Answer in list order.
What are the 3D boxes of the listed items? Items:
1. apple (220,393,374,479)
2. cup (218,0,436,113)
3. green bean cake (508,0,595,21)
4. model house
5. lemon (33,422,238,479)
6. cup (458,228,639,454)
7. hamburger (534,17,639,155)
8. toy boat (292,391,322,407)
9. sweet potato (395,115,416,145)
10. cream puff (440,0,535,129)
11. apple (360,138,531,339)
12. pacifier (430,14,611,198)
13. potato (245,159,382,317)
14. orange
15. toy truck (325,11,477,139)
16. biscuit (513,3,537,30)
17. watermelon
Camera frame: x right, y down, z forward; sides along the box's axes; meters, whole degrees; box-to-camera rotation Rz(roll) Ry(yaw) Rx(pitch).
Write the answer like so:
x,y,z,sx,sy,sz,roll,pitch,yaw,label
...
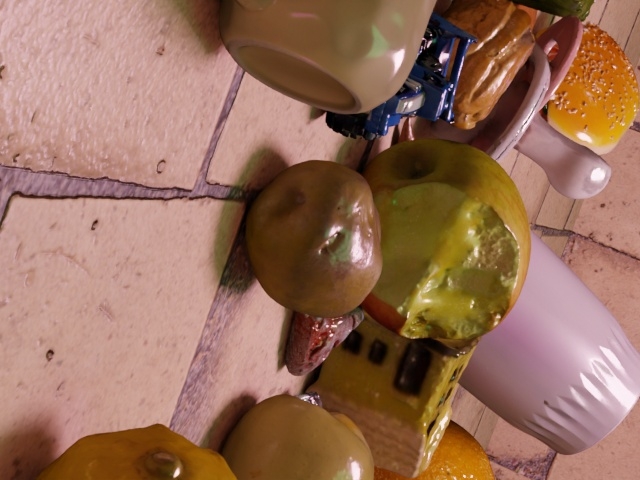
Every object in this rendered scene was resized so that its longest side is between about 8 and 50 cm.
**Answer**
x,y,z,sx,sy,sz,roll,pitch,yaw,label
-0.032,0.279,1.699,0.200,0.200,0.200,-57,160,-33,apple
0.011,-0.239,1.184,0.255,0.173,0.202,58,54,-71,cup
0.345,-0.461,1.971,0.250,0.156,0.247,-66,163,-8,green bean cake
0.094,0.208,1.981,0.175,0.193,0.234,-29,138,-68,model house
-0.164,0.288,1.217,0.233,0.233,0.288,-46,155,-51,lemon
0.304,0.135,2.162,0.253,0.371,0.253,-47,-170,10,cup
0.432,-0.254,2.407,0.151,0.227,0.295,-51,-179,40,hamburger
-0.031,0.252,1.892,0.066,0.059,0.140,-26,144,-27,toy boat
0.117,-0.090,1.918,0.056,0.056,0.195,-48,151,-48,sweet potato
0.196,-0.243,1.829,0.189,0.129,0.189,-55,176,-5,cream puff
0.141,-0.006,1.767,0.246,0.246,0.226,-50,146,-45,apple
0.282,-0.167,2.009,0.273,0.220,0.332,19,115,-44,pacifier
-0.005,-0.001,1.518,0.200,0.137,0.155,62,21,-69,potato
0.148,0.405,2.273,0.274,0.274,0.274,-57,160,-33,orange
0.098,-0.189,1.602,0.208,0.126,0.113,-43,151,-56,toy truck
0.296,-0.297,2.242,0.192,0.036,0.186,-70,165,11,biscuit
0.006,0.114,1.808,0.139,0.071,0.187,-64,164,0,watermelon
